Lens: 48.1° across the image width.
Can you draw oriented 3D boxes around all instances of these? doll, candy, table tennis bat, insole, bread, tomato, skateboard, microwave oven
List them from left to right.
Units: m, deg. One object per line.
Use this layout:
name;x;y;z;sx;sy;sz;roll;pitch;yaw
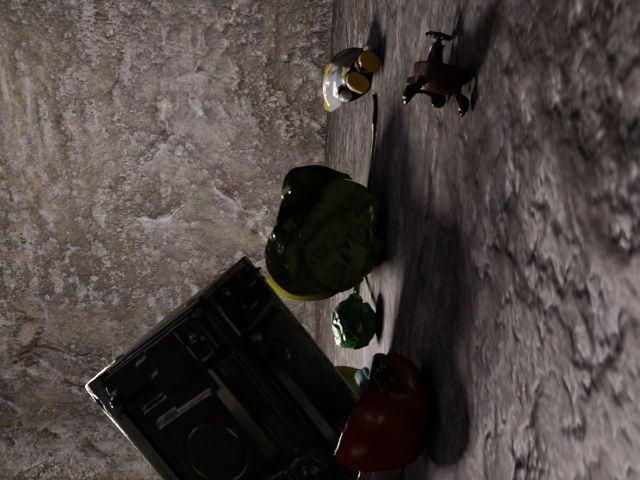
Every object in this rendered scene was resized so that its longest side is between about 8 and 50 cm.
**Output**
microwave oven;-0.153;0.293;1.256;0.394;0.333;0.247;51;-156;-4
bread;0.000;0.000;1.401;0.376;0.208;0.251;126;163;-80
bread;0.044;0.310;1.420;0.129;0.111;0.114;28;125;53
doll;0.061;-0.343;1.516;0.316;0.103;0.145;-129;44;-77
candy;0.071;0.117;1.459;0.323;0.097;0.097;-76;-10;-70
insole;0.099;-0.145;1.538;0.119;0.009;0.348;-92;4;-54
table tennis bat;0.094;0.261;1.245;0.237;0.038;0.149;-153;64;-83
tomato;0.090;0.218;0.872;0.159;0.091;0.139;-46;-25;-53
skateboard;0.122;-0.182;0.764;0.151;0.067;0.080;-86;7;-75

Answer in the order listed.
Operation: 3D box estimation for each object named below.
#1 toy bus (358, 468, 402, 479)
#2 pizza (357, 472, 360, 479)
toy bus;0.089;0.375;1.102;0.072;0.057;0.172;-104;13;-49
pizza;0.085;0.474;1.295;0.176;0.036;0.185;-93;5;-49
